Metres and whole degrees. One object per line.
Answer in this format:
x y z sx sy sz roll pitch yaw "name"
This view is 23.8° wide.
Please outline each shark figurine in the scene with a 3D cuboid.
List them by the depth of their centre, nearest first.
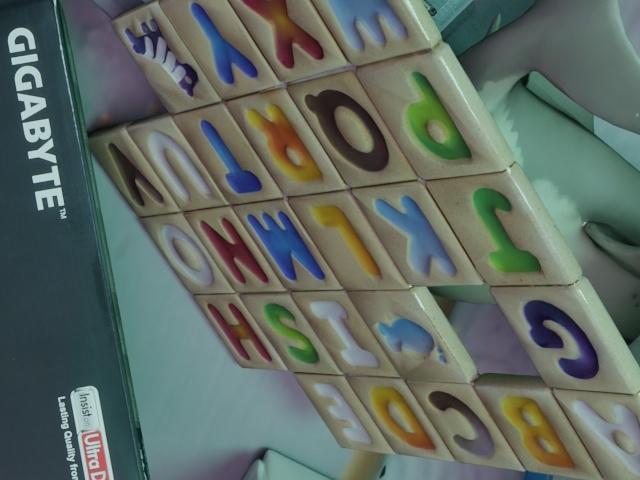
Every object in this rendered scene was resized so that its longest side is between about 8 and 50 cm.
0.087 -0.048 0.541 0.166 0.278 0.116 9 69 26 "shark figurine"

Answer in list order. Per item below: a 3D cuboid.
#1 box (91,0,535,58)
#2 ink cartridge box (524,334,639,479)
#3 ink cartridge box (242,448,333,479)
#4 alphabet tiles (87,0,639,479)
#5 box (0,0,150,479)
-0.019 -0.153 0.539 0.233 0.059 0.183 41 104 -14 "box"
0.168 0.093 0.559 0.140 0.190 0.082 14 65 -5 "ink cartridge box"
0.054 0.207 0.604 0.237 0.172 0.100 28 107 -10 "ink cartridge box"
0.000 0.000 0.522 0.009 0.237 0.198 -42 109 -27 "alphabet tiles"
-0.161 0.030 0.547 0.175 0.051 0.220 -10 82 -5 "box"
